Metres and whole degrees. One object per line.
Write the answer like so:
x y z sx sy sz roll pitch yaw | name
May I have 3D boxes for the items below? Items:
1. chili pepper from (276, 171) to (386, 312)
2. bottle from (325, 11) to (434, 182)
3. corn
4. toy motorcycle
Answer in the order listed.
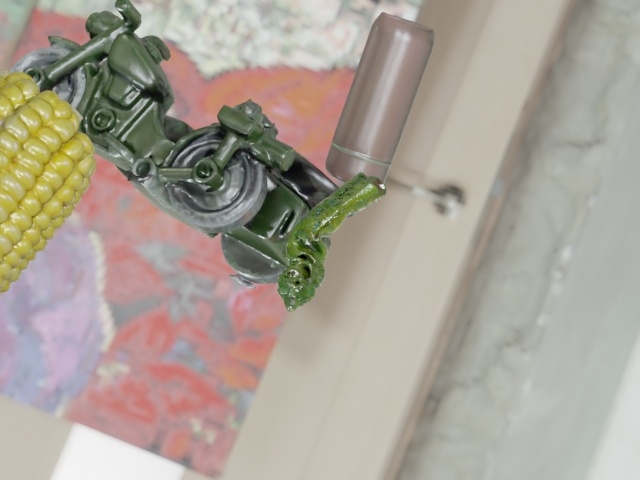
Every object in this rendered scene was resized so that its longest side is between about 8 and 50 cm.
0.000 0.000 0.829 0.027 0.083 0.022 34 154 0 | chili pepper
0.048 -0.112 1.446 0.053 0.140 0.053 19 -172 -3 | bottle
-0.216 0.017 0.926 0.093 0.244 0.093 36 164 12 | corn
-0.104 -0.070 1.408 0.275 0.127 0.205 31 173 23 | toy motorcycle
